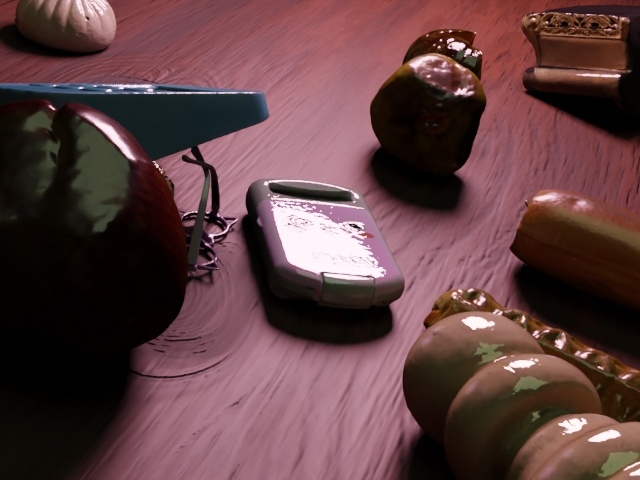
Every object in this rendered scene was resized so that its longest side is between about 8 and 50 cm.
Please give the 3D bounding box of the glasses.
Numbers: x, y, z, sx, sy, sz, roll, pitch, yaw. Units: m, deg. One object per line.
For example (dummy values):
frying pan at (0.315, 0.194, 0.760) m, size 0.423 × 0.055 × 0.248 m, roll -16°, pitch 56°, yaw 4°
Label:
glasses at (-0.115, -0.043, 1.140) m, size 0.062 × 0.104 × 0.140 m, roll 13°, pitch 25°, yaw 0°

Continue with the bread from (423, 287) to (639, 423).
bread at (0.255, 0.144, 1.001) m, size 0.367 × 0.077 × 0.084 m, roll 28°, pitch 29°, yaw 22°

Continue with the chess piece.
chess piece at (0.172, 0.156, 0.870) m, size 0.167 × 0.167 × 0.299 m, roll -1°, pitch 28°, yaw -26°

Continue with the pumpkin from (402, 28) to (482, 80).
pumpkin at (0.172, -0.245, 1.633) m, size 0.108 × 0.119 × 0.183 m, roll 13°, pitch 22°, yaw -6°

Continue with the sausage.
sausage at (0.370, 0.036, 1.232) m, size 0.328 × 0.112 × 0.112 m, roll 23°, pitch 29°, yaw 11°

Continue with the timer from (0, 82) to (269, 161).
timer at (-0.208, -0.140, 1.182) m, size 0.250 × 0.091 × 0.232 m, roll -20°, pitch 20°, yaw -36°

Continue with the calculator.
calculator at (0.000, 0.000, 1.180) m, size 0.141 × 0.045 × 0.246 m, roll 6°, pitch 28°, yaw -16°

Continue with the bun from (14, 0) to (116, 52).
bun at (-0.347, -0.322, 1.555) m, size 0.138 × 0.094 × 0.138 m, roll 14°, pitch 26°, yaw -7°

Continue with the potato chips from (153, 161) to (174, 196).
potato chips at (-0.230, -0.078, 1.237) m, size 0.209 × 0.026 × 0.142 m, roll 36°, pitch 32°, yaw 31°

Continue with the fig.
fig at (0.132, -0.166, 1.449) m, size 0.154 × 0.144 × 0.166 m, roll 39°, pitch -7°, yaw -28°

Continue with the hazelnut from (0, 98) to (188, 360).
hazelnut at (-0.224, 0.002, 0.938) m, size 0.218 × 0.218 × 0.234 m, roll -15°, pitch 58°, yaw -43°

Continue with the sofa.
sofa at (0.467, -0.286, 1.847) m, size 0.200 × 0.182 × 0.258 m, roll 14°, pitch 22°, yaw 39°
